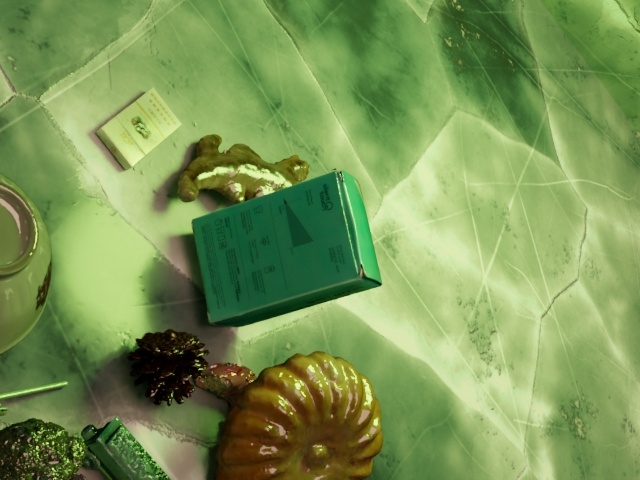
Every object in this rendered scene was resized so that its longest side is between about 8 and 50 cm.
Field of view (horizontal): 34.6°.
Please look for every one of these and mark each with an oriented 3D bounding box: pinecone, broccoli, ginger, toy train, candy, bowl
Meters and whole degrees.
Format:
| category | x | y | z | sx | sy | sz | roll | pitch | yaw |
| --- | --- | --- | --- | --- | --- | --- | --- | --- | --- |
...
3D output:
| category | x | y | z | sx | sy | sz | roll | pitch | yaw |
| --- | --- | --- | --- | --- | --- | --- | --- | --- | --- |
| pinecone | -0.252 | 0.210 | 1.700 | 0.140 | 0.140 | 0.120 | -13 | 102 | -47 |
| broccoli | -0.416 | 0.320 | 1.482 | 0.162 | 0.146 | 0.137 | -29 | 131 | -35 |
| ginger | -0.150 | -0.126 | 1.999 | 0.333 | 0.080 | 0.166 | 3 | 54 | -37 |
| toy train | -0.302 | 0.352 | 1.599 | 0.172 | 0.099 | 0.070 | 52 | 44 | -14 |
| candy | -0.488 | 0.234 | 1.510 | 0.288 | 0.084 | 0.078 | -3 | 77 | -56 |
| bowl | -0.518 | 0.003 | 1.511 | 0.337 | 0.157 | 0.337 | 21 | 57 | -36 |

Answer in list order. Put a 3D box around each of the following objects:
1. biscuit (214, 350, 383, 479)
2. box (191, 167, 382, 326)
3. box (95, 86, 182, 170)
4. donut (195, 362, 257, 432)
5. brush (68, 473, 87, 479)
| category | x | y | z | sx | sy | sz | roll | pitch | yaw |
| --- | --- | --- | --- | --- | --- | --- | --- | --- | --- |
| biscuit | -0.023 | 0.355 | 1.771 | 0.326 | 0.107 | 0.325 | -10 | 108 | -32 |
| box | -0.060 | 0.021 | 1.835 | 0.118 | 0.311 | 0.205 | 17 | 57 | -65 |
| box | -0.332 | -0.207 | 1.891 | 0.090 | 0.024 | 0.167 | 53 | 43 | -13 |
| donut | -0.138 | 0.281 | 1.821 | 0.117 | 0.065 | 0.166 | -34 | 98 | -47 |
| brush | -0.282 | 0.484 | 1.580 | 0.323 | 0.070 | 0.051 | 55 | 39 | -8 |
